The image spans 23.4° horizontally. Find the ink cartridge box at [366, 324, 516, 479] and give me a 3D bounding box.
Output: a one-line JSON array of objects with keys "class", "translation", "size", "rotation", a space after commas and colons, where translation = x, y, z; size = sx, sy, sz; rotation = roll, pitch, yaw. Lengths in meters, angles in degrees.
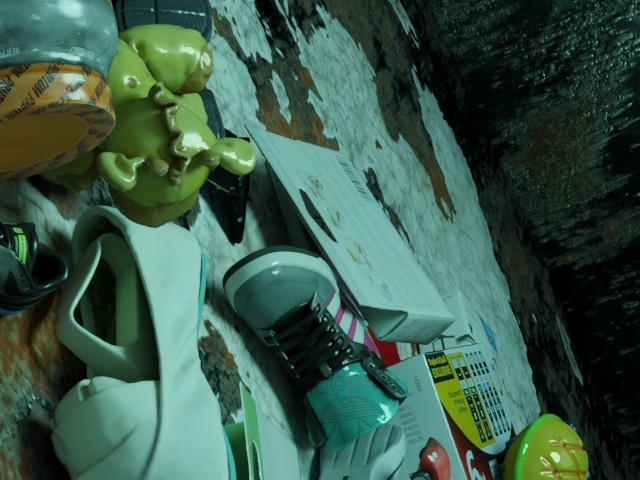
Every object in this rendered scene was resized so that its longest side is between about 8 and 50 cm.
[{"class": "ink cartridge box", "translation": [0.137, 0.217, 1.961], "size": [0.272, 0.130, 0.309], "rotation": [71, 17, 7]}]

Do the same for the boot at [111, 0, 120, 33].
[{"class": "boot", "translation": [-0.212, -0.240, 1.441], "size": [0.348, 0.131, 0.260], "rotation": [16, 47, -56]}]

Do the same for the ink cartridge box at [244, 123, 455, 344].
[{"class": "ink cartridge box", "translation": [0.021, -0.003, 1.837], "size": [0.239, 0.060, 0.275], "rotation": [10, 42, -57]}]

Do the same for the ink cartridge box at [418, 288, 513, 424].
[{"class": "ink cartridge box", "translation": [0.215, 0.201, 2.304], "size": [0.148, 0.086, 0.203], "rotation": [49, 24, -47]}]

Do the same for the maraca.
[{"class": "maraca", "translation": [0.270, 0.302, 1.901], "size": [0.127, 0.099, 0.185], "rotation": [49, 53, -32]}]

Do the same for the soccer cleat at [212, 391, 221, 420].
[{"class": "soccer cleat", "translation": [-0.112, 0.205, 1.341], "size": [0.076, 0.068, 0.196], "rotation": [87, -8, -50]}]

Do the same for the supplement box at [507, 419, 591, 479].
[{"class": "supplement box", "translation": [0.297, 0.286, 2.004], "size": [0.056, 0.083, 0.083], "rotation": [-1, 74, -72]}]

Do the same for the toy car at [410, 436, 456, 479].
[{"class": "toy car", "translation": [0.100, 0.341, 1.695], "size": [0.225, 0.053, 0.239], "rotation": [74, 35, -79]}]

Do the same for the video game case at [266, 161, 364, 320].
[{"class": "video game case", "translation": [0.000, 0.000, 1.999], "size": [0.183, 0.023, 0.201], "rotation": [23, 47, -67]}]

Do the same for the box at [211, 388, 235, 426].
[{"class": "box", "translation": [-0.099, 0.188, 1.460], "size": [0.067, 0.018, 0.083], "rotation": [63, 17, -16]}]

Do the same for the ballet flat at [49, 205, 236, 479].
[{"class": "ballet flat", "translation": [-0.157, 0.119, 1.228], "size": [0.139, 0.139, 0.400], "rotation": [54, 17, -39]}]

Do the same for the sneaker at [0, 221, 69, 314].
[{"class": "sneaker", "translation": [-0.249, 0.003, 1.123], "size": [0.188, 0.078, 0.067], "rotation": [34, 37, -61]}]

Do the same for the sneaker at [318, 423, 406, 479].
[{"class": "sneaker", "translation": [0.040, 0.280, 1.691], "size": [0.258, 0.094, 0.091], "rotation": [-49, 134, -67]}]

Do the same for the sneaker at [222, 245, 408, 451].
[{"class": "sneaker", "translation": [0.002, 0.133, 1.667], "size": [0.295, 0.124, 0.178], "rotation": [44, 16, -56]}]

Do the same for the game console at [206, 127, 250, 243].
[{"class": "game console", "translation": [-0.118, -0.072, 1.744], "size": [0.122, 0.071, 0.107], "rotation": [-86, 179, -54]}]

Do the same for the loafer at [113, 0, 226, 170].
[{"class": "loafer", "translation": [-0.169, -0.171, 1.612], "size": [0.109, 0.095, 0.302], "rotation": [5, 51, -23]}]

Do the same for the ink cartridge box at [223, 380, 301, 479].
[{"class": "ink cartridge box", "translation": [-0.057, 0.239, 1.364], "size": [0.235, 0.056, 0.171], "rotation": [58, 22, -65]}]

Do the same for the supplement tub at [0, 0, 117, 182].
[{"class": "supplement tub", "translation": [-0.266, -0.212, 1.143], "size": [0.193, 0.193, 0.316], "rotation": [19, 52, -69]}]

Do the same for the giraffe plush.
[{"class": "giraffe plush", "translation": [-0.143, -0.088, 1.270], "size": [0.170, 0.181, 0.210], "rotation": [52, -13, 34]}]
